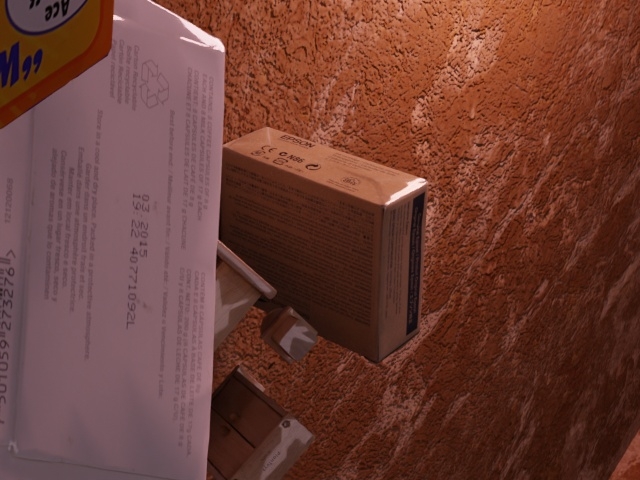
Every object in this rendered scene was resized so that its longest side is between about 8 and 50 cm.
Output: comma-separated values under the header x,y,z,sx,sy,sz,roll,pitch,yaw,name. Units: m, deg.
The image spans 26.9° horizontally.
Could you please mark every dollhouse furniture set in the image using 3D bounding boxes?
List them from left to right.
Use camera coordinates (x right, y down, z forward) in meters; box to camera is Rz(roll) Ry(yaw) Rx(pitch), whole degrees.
x,y,z,sx,sy,sz,roll,pitch,yaw,name
-0.196,0.130,1.404,0.355,0.174,0.303,44,82,-24,dollhouse furniture set

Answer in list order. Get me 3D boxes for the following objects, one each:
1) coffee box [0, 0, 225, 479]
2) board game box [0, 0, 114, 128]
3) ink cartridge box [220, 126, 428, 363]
x,y,z,sx,sy,sz,roll,pitch,yaw,name
-0.297,-0.005,0.883,0.338,0.334,0.338,19,70,-58,coffee box
-0.307,-0.203,0.446,0.356,0.356,0.356,-47,154,-48,board game box
0.000,0.000,1.479,0.088,0.234,0.193,-30,131,-43,ink cartridge box
